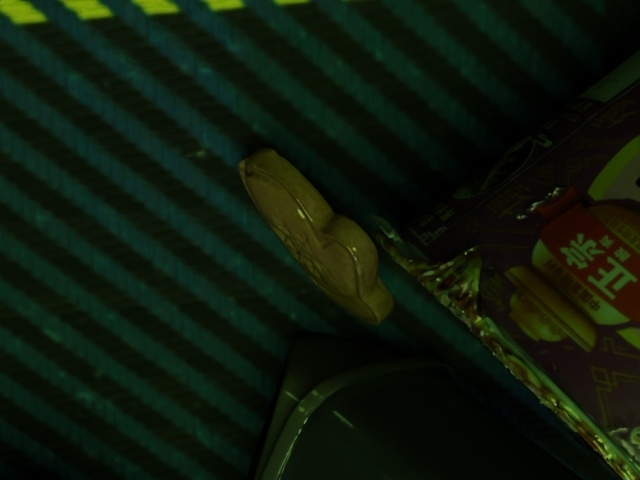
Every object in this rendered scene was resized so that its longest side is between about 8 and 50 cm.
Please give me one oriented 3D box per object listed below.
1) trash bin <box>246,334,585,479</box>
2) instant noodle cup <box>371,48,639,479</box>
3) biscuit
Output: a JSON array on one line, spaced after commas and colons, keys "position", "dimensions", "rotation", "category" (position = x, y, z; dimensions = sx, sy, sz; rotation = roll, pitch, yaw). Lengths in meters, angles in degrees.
[{"position": [0.065, 0.204, 0.689], "dimensions": [0.182, 0.290, 0.209], "rotation": [-2, 117, -48], "category": "trash bin"}, {"position": [0.234, 0.020, 0.608], "dimensions": [0.266, 0.340, 0.340], "rotation": [-45, 107, 3], "category": "instant noodle cup"}, {"position": [-0.001, 0.001, 0.681], "dimensions": [0.023, 0.118, 0.140], "rotation": [-42, 106, -15], "category": "biscuit"}]
